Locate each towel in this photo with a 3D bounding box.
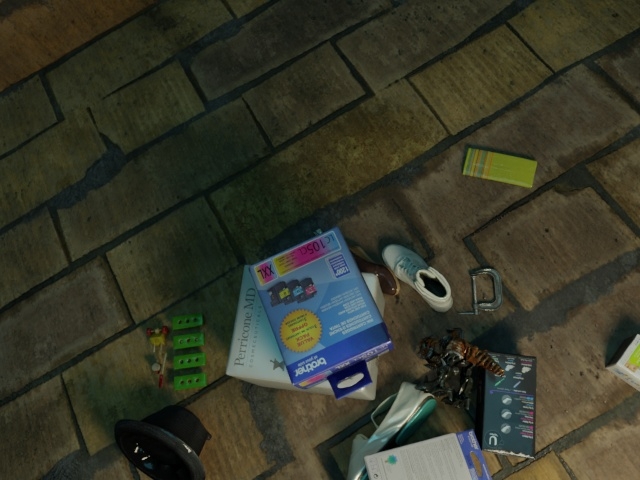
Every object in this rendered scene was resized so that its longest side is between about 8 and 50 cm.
[{"bbox_3d":[0.620,-0.251,1.826,0.237,0.021,0.102,14,79,14],"label":"towel"}]

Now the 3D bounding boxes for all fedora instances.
[{"bbox_3d":[-0.464,0.614,1.622,0.333,0.334,0.152,20,39,17],"label":"fedora"}]

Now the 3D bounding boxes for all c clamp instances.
[{"bbox_3d":[0.516,0.164,1.690,0.137,0.022,0.161,3,71,12],"label":"c clamp"}]

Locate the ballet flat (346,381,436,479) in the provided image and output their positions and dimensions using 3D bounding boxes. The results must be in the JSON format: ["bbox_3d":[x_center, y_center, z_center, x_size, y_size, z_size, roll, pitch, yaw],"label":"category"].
[{"bbox_3d":[0.180,0.586,1.557,0.139,0.139,0.400,37,77,20],"label":"ballet flat"}]

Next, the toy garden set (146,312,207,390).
[{"bbox_3d":[-0.485,0.384,1.788,0.203,0.049,0.245,-9,70,6],"label":"toy garden set"}]

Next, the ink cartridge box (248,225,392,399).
[{"bbox_3d":[0.013,0.203,1.354,0.269,0.151,0.396,-25,69,1],"label":"ink cartridge box"}]

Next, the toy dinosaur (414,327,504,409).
[{"bbox_3d":[0.379,0.351,1.508,0.164,0.322,0.219,25,74,-4],"label":"toy dinosaur"}]

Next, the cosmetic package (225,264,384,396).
[{"bbox_3d":[-0.024,0.283,1.586,0.393,0.327,0.330,3,71,13],"label":"cosmetic package"}]

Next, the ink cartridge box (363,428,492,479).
[{"bbox_3d":[0.288,0.634,1.399,0.310,0.065,0.186,-15,55,-1],"label":"ink cartridge box"}]

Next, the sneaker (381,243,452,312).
[{"bbox_3d":[0.307,0.095,1.677,0.108,0.169,0.292,-45,67,-5],"label":"sneaker"}]

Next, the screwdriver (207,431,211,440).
[{"bbox_3d":[-0.419,0.597,1.716,0.169,0.025,0.024,27,78,28],"label":"screwdriver"}]

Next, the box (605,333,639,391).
[{"bbox_3d":[0.944,0.376,1.487,0.203,0.103,0.114,37,81,20],"label":"box"}]

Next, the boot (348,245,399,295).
[{"bbox_3d":[0.112,0.114,1.698,0.206,0.090,0.248,-15,46,-39],"label":"boot"}]

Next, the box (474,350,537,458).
[{"bbox_3d":[0.525,0.466,1.500,0.143,0.165,0.271,5,71,11],"label":"box"}]

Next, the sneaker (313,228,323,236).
[{"bbox_3d":[0.000,0.000,1.847,0.036,0.032,0.083,-25,62,16],"label":"sneaker"}]
